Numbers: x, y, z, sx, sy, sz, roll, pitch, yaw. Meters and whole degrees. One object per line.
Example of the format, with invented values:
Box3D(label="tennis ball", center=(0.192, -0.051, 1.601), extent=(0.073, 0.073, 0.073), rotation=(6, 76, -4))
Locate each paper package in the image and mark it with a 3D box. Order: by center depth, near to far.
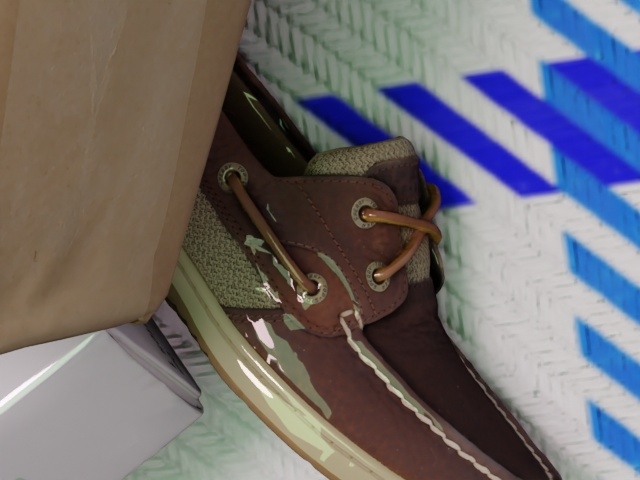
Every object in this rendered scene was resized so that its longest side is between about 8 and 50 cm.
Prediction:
Box3D(label="paper package", center=(-0.174, -0.164, 0.701), extent=(0.309, 0.168, 0.325), rotation=(26, 107, 32))

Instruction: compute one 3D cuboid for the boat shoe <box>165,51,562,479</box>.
Box3D(label="boat shoe", center=(0.000, 0.000, 0.858), extent=(0.342, 0.123, 0.123), rotation=(46, 107, 9))

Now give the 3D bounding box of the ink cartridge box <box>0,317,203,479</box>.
Box3D(label="ink cartridge box", center=(-0.226, 0.074, 0.847), extent=(0.278, 0.117, 0.201), rotation=(-38, 59, 0))
